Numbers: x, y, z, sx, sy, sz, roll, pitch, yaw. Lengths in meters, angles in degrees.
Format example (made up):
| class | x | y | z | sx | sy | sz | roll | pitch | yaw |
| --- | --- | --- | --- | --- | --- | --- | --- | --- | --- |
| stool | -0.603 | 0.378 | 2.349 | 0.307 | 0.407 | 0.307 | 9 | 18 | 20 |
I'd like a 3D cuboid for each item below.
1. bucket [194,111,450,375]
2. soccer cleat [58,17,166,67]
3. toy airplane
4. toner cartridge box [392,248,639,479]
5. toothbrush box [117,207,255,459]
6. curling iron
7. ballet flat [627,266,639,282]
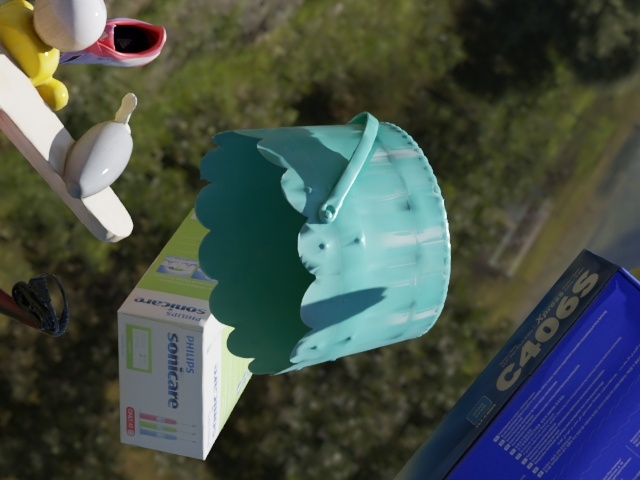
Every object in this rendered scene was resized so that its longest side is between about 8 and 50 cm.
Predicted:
| class | x | y | z | sx | sy | sz | roll | pitch | yaw |
| --- | --- | --- | --- | --- | --- | --- | --- | --- | --- |
| bucket | 0.000 | 0.000 | 1.798 | 0.183 | 0.281 | 0.281 | -9 | 148 | -26 |
| soccer cleat | -0.330 | -0.270 | 2.287 | 0.095 | 0.248 | 0.083 | -18 | -104 | 60 |
| toy airplane | -0.371 | -0.209 | 1.966 | 0.272 | 0.384 | 0.386 | -34 | 149 | 5 |
| toner cartridge box | 0.168 | 0.193 | 1.346 | 0.348 | 0.165 | 0.075 | -50 | -162 | 0 |
| toothbrush box | -0.160 | 0.116 | 2.225 | 0.283 | 0.122 | 0.206 | -63 | 159 | -57 |
| curling iron | -0.361 | 0.045 | 1.841 | 0.035 | 0.274 | 0.068 | -16 | 114 | -42 |
| ballet flat | 0.419 | 0.089 | 1.738 | 0.080 | 0.232 | 0.073 | -60 | -174 | -28 |
